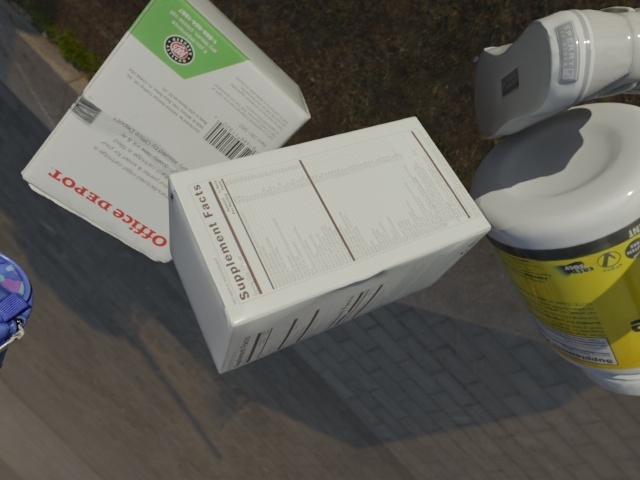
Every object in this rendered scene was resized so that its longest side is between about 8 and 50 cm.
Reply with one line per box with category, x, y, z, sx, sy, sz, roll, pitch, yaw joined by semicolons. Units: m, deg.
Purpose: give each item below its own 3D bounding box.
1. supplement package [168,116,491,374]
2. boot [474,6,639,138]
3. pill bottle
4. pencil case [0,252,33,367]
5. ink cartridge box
supplement package;0.000;0.000;0.456;0.139;0.244;0.134;62;154;21
boot;0.226;-0.147;0.452;0.123;0.258;0.095;-6;102;5
pill bottle;0.319;0.030;0.562;0.187;0.188;0.334;-8;133;42
pencil case;-0.434;0.149;0.576;0.133;0.119;0.306;35;112;2
ink cartridge box;-0.144;-0.107;0.476;0.219;0.093;0.160;-41;121;18
